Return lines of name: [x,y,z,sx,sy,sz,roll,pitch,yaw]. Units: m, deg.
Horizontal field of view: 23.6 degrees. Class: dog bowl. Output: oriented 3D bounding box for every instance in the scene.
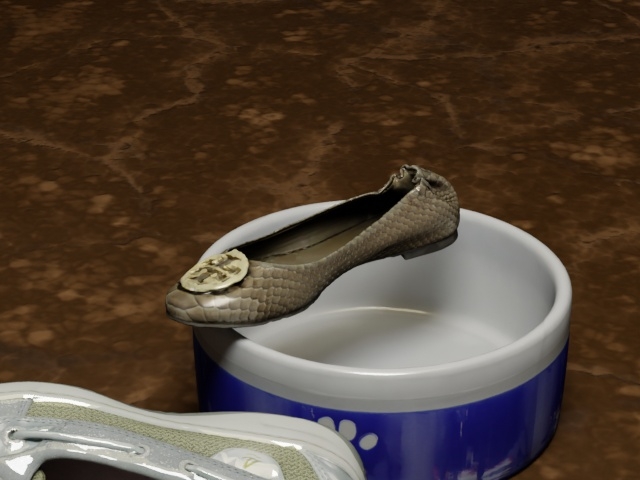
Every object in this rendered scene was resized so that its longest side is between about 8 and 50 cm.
dog bowl: [0.042,0.070,1.086,0.265,0.104,0.265,0,26,0]

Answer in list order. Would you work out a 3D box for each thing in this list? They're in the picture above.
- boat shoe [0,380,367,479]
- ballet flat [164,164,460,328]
boat shoe: [-0.129,0.159,0.897,0.321,0.118,0.103,5,21,-5]
ballet flat: [0.000,0.000,1.043,0.250,0.058,0.084,-20,31,-34]
